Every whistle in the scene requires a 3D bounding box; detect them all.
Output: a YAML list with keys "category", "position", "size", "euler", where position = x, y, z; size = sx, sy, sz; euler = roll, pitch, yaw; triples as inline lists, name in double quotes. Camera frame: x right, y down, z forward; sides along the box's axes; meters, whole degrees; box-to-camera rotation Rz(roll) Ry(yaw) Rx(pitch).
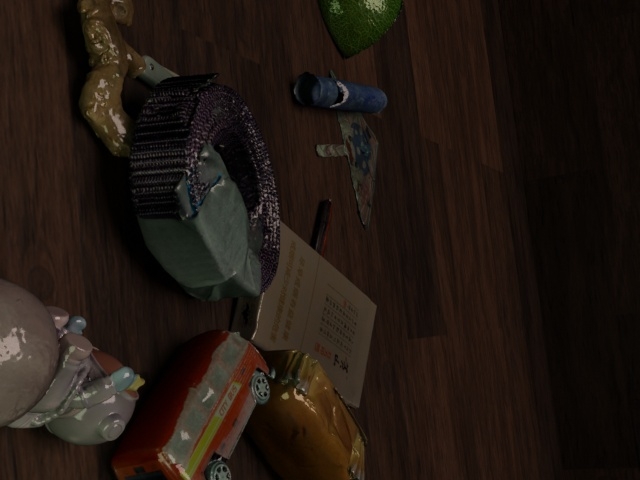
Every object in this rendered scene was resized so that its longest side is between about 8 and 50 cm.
- category: "whistle"
  position: [0.045, -0.285, 1.704]
  size: [0.304, 0.062, 0.062]
  euler: [-9, 89, -62]

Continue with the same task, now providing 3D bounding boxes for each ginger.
- category: "ginger"
  position: [-0.266, -0.237, 1.102]
  size: [0.149, 0.065, 0.259]
  euler: [-38, 113, -63]

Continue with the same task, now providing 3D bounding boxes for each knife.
- category: "knife"
  position: [-0.209, -0.221, 1.246]
  size: [0.162, 0.023, 0.044]
  euler: [30, 57, -57]

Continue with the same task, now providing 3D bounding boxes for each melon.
- category: "melon"
  position: [0.082, -0.537, 1.810]
  size: [0.169, 0.129, 0.265]
  euler: [44, 45, -45]

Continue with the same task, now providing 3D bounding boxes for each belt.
- category: "belt"
  position: [-0.148, -0.060, 1.187]
  size: [0.260, 0.122, 0.325]
  euler: [-77, 156, -43]

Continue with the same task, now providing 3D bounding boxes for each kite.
- category: "kite"
  position: [0.065, -0.185, 1.782]
  size: [0.314, 0.011, 0.336]
  euler: [-23, 100, -63]

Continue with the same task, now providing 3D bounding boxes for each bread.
- category: "bread"
  position: [-0.031, 0.277, 1.305]
  size: [0.241, 0.136, 0.107]
  euler: [61, 35, -31]

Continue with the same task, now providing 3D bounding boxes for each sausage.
- category: "sausage"
  position: [0.000, 0.000, 1.580]
  size: [0.028, 0.025, 0.198]
  euler: [117, -12, -55]

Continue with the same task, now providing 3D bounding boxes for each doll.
- category: "doll"
  position: [-0.283, 0.138, 0.873]
  size: [0.287, 0.150, 0.151]
  euler: [47, 42, -57]

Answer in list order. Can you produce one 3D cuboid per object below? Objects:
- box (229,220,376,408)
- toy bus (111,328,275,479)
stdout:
- category: "box"
  position: [-0.015, 0.134, 1.453]
  size: [0.365, 0.051, 0.205]
  euler: [42, 52, -50]
- category: "toy bus"
  position: [-0.157, 0.222, 1.107]
  size: [0.120, 0.121, 0.265]
  euler: [57, 34, -22]
